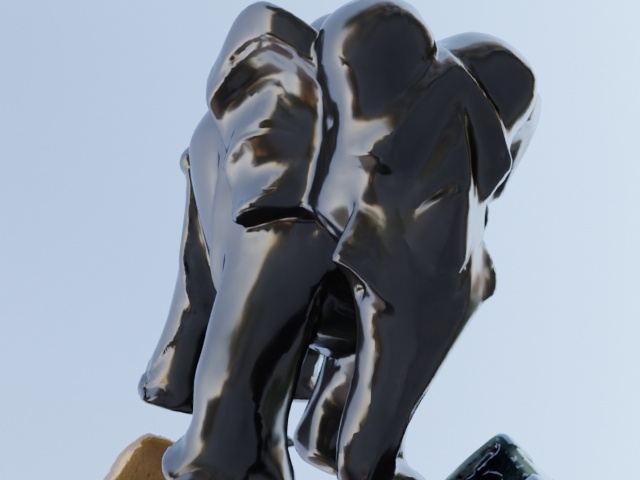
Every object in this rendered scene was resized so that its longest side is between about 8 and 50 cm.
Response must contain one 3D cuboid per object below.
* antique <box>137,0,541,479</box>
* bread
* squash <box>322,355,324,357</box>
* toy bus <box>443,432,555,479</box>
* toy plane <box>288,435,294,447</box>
[{"bbox_3d":[0.000,0.000,0.508,0.185,0.322,0.255,17,-85,-19],"label":"antique"},{"bbox_3d":[-0.209,0.403,1.304,0.245,0.121,0.174,36,-100,1],"label":"bread"},{"bbox_3d":[0.087,0.122,1.221,0.219,0.068,0.077,-6,-71,5],"label":"squash"},{"bbox_3d":[0.132,0.226,0.409,0.164,0.276,0.134,43,-87,-14],"label":"toy bus"},{"bbox_3d":[-0.059,0.206,0.919,0.083,0.031,0.079,26,-109,-42],"label":"toy plane"}]
